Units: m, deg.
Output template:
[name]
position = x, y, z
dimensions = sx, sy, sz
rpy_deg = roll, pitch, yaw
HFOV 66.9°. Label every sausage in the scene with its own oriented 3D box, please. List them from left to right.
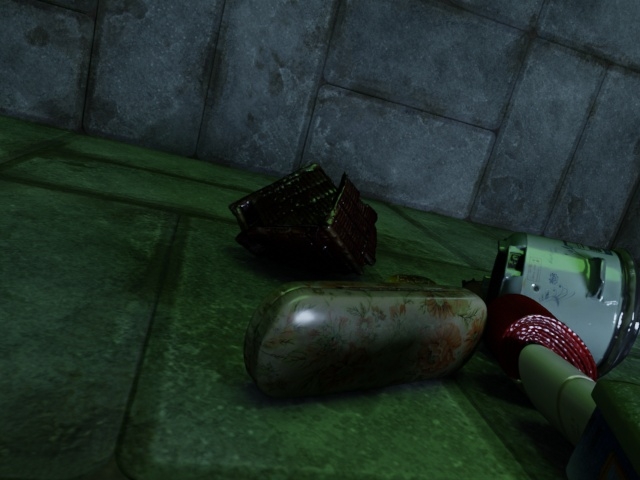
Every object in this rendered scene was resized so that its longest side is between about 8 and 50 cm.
[sausage]
position = 0.513, 0.143, 1.297
dimensions = 0.371, 0.082, 0.082
rpy_deg = 5, 17, -36

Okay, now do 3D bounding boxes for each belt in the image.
[belt]
position = 0.362, 0.182, 0.821
dimensions = 0.201, 0.128, 0.124
rpy_deg = 46, 10, -12

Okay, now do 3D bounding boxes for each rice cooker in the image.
[rice cooker]
position = 0.480, 0.123, 0.966
dimensions = 0.316, 0.317, 0.264
rpy_deg = 17, 57, 8

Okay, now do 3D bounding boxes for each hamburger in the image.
[hamburger]
position = 0.208, 0.116, 1.073
dimensions = 0.141, 0.081, 0.126
rpy_deg = 25, 18, 38

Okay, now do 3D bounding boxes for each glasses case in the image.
[glasses case]
position = 0.088, 0.140, 0.715
dimensions = 0.425, 0.156, 0.098
rpy_deg = 5, 19, -35

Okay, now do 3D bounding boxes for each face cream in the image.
[face cream]
position = 0.389, 0.271, 0.589
dimensions = 0.173, 0.081, 0.348
rpy_deg = 53, -1, -23

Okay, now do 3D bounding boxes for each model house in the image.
[model house]
position = 0.000, 0.000, 1.143
dimensions = 0.282, 0.297, 0.317
rpy_deg = 45, -6, 46

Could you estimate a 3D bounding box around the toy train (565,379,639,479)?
[toy train]
position = 0.264, 0.253, 0.378
dimensions = 0.131, 0.202, 0.299
rpy_deg = 20, 14, 11
